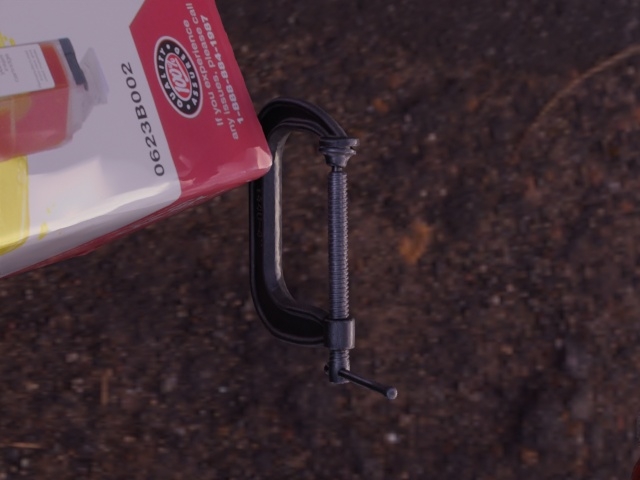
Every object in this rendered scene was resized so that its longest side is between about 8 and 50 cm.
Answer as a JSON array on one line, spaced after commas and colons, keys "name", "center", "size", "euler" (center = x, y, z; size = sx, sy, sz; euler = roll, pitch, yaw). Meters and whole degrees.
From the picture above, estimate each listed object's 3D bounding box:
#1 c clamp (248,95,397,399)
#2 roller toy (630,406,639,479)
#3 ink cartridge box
[{"name": "c clamp", "center": [0.000, 0.000, 0.861], "size": [0.022, 0.137, 0.160], "euler": [-6, 94, -33]}, {"name": "roller toy", "center": [0.223, 0.092, 0.650], "size": [0.209, 0.191, 0.146], "euler": [30, 64, -26]}, {"name": "ink cartridge box", "center": [-0.223, -0.107, 0.744], "size": [0.385, 0.160, 0.279], "euler": [-21, 92, -58]}]
